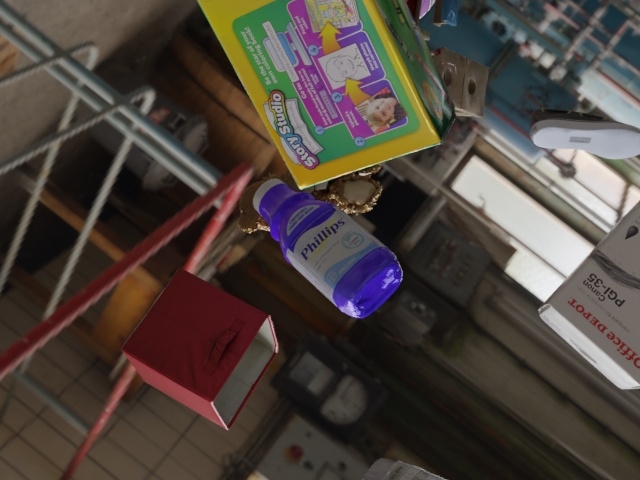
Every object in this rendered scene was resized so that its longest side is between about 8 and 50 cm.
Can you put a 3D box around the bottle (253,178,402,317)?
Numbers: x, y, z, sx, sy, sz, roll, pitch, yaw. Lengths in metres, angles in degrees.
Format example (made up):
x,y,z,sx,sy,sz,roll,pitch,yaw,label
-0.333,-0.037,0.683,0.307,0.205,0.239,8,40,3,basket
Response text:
x,y,z,sx,sy,sz,roll,pitch,yaw,label
0.000,0.000,1.400,0.118,0.283,0.092,-42,144,-8,bottle

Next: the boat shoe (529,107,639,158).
x,y,z,sx,sy,sz,roll,pitch,yaw,label
0.501,-0.209,1.677,0.080,0.229,0.076,98,-7,-51,boat shoe

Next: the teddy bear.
x,y,z,sx,sy,sz,roll,pitch,yaw,label
-0.008,-0.089,1.798,0.338,0.113,0.245,-32,-129,25,teddy bear

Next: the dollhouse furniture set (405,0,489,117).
x,y,z,sx,sy,sz,roll,pitch,yaw,label
0.130,-0.258,1.128,0.129,0.129,0.183,5,93,-54,dollhouse furniture set

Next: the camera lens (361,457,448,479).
x,y,z,sx,sy,sz,roll,pitch,yaw,label
0.203,0.558,1.690,0.219,0.274,0.219,-45,145,-44,camera lens

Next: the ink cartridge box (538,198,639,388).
x,y,z,sx,sy,sz,roll,pitch,yaw,label
0.544,0.084,1.515,0.283,0.207,0.117,-46,169,-5,ink cartridge box

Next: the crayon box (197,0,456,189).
x,y,z,sx,sy,sz,roll,pitch,yaw,label
-0.002,-0.201,0.866,0.165,0.278,0.081,-16,-156,29,crayon box

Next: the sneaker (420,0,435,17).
x,y,z,sx,sy,sz,roll,pitch,yaw,label
0.138,-0.503,1.686,0.161,0.102,0.282,-46,144,-18,sneaker

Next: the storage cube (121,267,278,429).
x,y,z,sx,sy,sz,roll,pitch,yaw,label
-0.208,0.193,1.594,0.183,0.193,0.215,-57,163,-21,storage cube
